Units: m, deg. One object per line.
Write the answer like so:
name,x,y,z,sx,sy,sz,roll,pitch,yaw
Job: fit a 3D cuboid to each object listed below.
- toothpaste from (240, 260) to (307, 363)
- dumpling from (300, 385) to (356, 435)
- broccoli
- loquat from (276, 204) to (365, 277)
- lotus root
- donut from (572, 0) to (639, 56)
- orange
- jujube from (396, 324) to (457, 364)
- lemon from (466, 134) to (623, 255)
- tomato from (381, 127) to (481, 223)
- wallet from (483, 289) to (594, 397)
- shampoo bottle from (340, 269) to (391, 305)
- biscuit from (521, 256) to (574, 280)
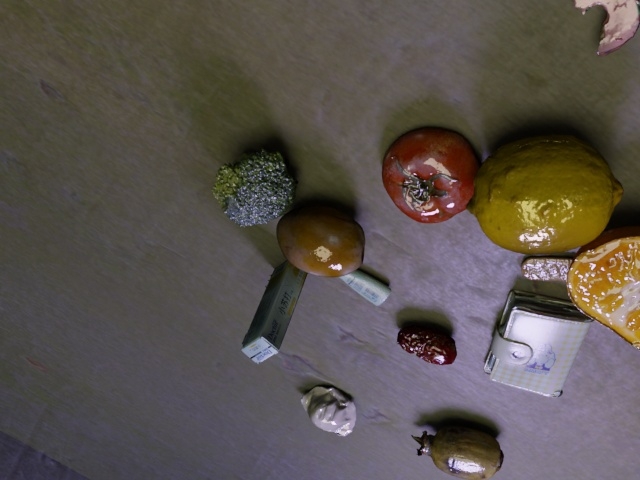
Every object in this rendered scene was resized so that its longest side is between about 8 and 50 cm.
toothpaste,-0.114,0.170,1.687,0.071,0.313,0.089,44,125,-17
dumpling,0.029,0.523,2.057,0.188,0.108,0.127,32,107,13
broccoli,-0.152,-0.124,1.574,0.198,0.226,0.176,-21,101,2
loquat,0.000,0.000,1.613,0.227,0.179,0.179,15,129,10
lotus root,0.406,0.631,1.989,0.278,0.154,0.154,12,129,11
donut,0.524,-0.430,1.199,0.117,0.065,0.166,-23,118,31
orange,0.710,0.104,1.436,0.310,0.274,0.274,46,134,25
jujube,0.289,0.279,1.789,0.166,0.104,0.104,19,129,4
lemon,0.457,-0.092,1.359,0.284,0.260,0.260,-25,116,35
tomato,0.248,-0.131,1.491,0.236,0.095,0.237,9,129,11
wallet,0.563,0.279,1.729,0.223,0.077,0.309,9,129,5
shampoo bottle,0.092,0.102,1.748,0.190,0.041,0.069,33,134,-9
biscuit,0.560,0.069,1.598,0.147,0.018,0.071,1,125,15
